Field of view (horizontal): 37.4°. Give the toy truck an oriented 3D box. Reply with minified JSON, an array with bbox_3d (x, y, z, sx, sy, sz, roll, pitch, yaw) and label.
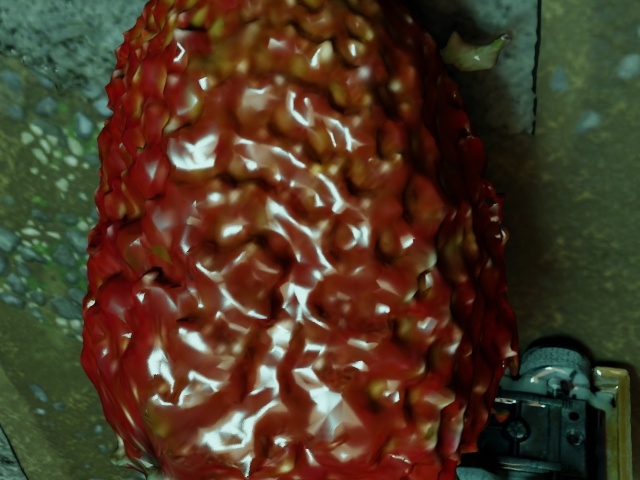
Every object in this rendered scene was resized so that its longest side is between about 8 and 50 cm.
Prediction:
[{"bbox_3d":[0.062,0.176,0.752,0.339,0.132,0.184,4,141,11],"label":"toy truck"}]

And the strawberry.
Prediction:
[{"bbox_3d":[0.002,0.000,0.564,0.292,0.292,0.343,17,116,3],"label":"strawberry"}]
